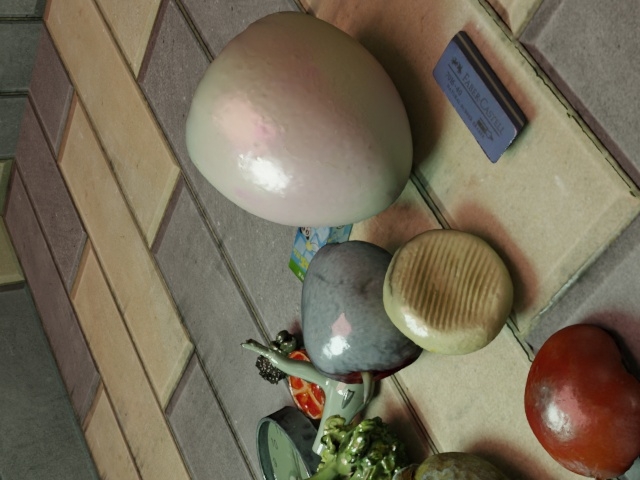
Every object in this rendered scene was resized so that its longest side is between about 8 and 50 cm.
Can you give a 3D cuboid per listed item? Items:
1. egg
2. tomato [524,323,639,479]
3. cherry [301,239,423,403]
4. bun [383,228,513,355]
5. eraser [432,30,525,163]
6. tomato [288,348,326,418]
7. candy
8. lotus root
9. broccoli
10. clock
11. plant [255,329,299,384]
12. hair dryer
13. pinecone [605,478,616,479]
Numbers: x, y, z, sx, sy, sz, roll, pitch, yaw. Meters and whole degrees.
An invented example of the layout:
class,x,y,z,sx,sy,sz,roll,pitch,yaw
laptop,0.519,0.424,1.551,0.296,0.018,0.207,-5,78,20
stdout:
class,x,y,z,sx,sy,sz,roll,pitch,yaw
egg,-0.003,-0.173,1.651,0.340,0.355,0.354,39,130,22
tomato,0.353,0.231,1.365,0.199,0.112,0.228,-63,33,34
cherry,0.071,0.140,1.697,0.255,0.218,0.296,109,149,-71
bun,0.207,0.090,1.550,0.222,0.222,0.127,55,172,33
eraser,0.249,-0.230,1.518,0.225,0.036,0.082,62,144,26
tomato,-0.007,0.292,1.988,0.156,0.069,0.155,33,130,51
candy,0.000,0.000,1.918,0.097,0.062,0.194,47,133,39
lotus root,0.271,0.457,1.543,0.350,0.175,0.174,30,121,45
broccoli,0.049,0.470,1.791,0.248,0.246,0.288,157,111,-70
clock,-0.043,0.513,2.043,0.319,0.066,0.318,44,142,48
plant,-0.088,0.252,2.100,0.085,0.087,0.174,37,139,8
hair dryer,-0.029,0.312,1.882,0.092,0.267,0.229,-63,-22,-76
pinecone,0.390,0.440,1.254,0.296,0.298,0.242,94,-160,-88
